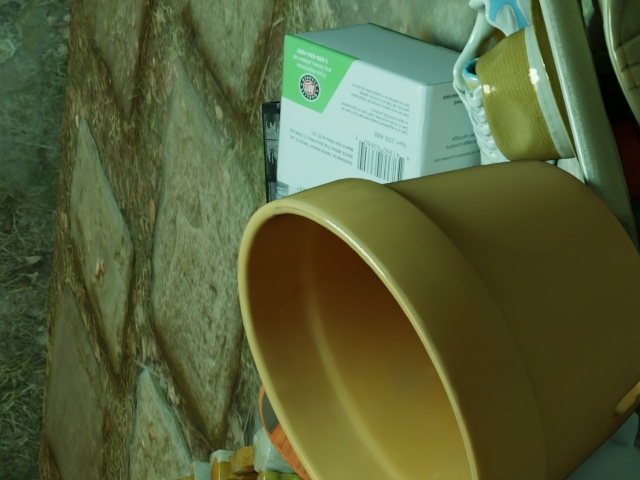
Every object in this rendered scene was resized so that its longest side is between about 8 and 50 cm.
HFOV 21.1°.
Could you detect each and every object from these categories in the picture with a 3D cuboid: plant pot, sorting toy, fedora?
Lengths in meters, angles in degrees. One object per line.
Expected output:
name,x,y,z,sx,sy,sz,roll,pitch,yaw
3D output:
plant pot,0.102,0.069,1.215,0.291,0.203,0.291,46,150,37
sorting toy,0.217,-0.136,1.340,0.229,0.041,0.307,36,-140,-67
fedora,0.178,-0.120,1.423,0.194,0.079,0.194,-16,-90,-76

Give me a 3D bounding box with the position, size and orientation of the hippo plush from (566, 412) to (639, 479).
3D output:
hippo plush,0.212,0.272,1.283,0.234,0.294,0.236,-54,31,28

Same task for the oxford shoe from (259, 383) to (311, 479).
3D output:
oxford shoe,0.088,0.256,1.822,0.364,0.132,0.130,50,135,29

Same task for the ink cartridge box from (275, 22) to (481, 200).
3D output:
ink cartridge box,0.063,-0.051,1.720,0.211,0.121,0.289,26,120,43

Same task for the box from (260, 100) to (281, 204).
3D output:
box,0.017,-0.016,2.002,0.293,0.073,0.296,-169,74,-66

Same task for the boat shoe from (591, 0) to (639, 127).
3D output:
boat shoe,0.258,-0.206,1.281,0.110,0.121,0.341,19,-124,-82

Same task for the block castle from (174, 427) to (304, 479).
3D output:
block castle,-0.051,0.409,2.094,0.453,0.212,0.303,145,131,-59

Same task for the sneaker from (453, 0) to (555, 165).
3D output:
sneaker,0.165,-0.126,1.555,0.087,0.092,0.229,-129,38,-54
